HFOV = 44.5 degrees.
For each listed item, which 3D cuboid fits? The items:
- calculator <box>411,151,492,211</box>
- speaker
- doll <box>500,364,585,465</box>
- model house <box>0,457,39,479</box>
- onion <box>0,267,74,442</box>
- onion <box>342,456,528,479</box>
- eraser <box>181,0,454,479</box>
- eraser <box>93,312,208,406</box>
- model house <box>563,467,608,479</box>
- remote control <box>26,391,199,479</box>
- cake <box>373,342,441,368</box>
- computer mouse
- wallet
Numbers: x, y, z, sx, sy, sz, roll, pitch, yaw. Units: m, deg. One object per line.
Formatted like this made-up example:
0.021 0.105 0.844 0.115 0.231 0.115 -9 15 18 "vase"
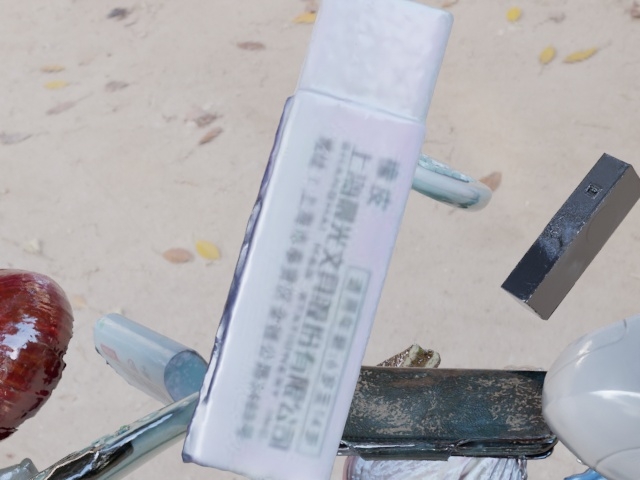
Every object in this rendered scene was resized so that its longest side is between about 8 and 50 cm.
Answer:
0.110 -0.085 0.922 0.184 0.295 0.042 30 102 20 "calculator"
0.329 -0.002 1.011 0.218 0.082 0.044 -52 47 2 "speaker"
0.509 0.374 1.711 0.278 0.119 0.154 26 98 27 "doll"
-0.408 0.376 0.956 0.188 0.229 0.122 -31 31 -32 "model house"
-0.408 0.137 0.962 0.248 0.161 0.248 -32 22 15 "onion"
0.196 0.385 1.203 0.349 0.159 0.267 -28 68 -23 "onion"
0.000 0.000 0.494 0.086 0.130 0.287 16 86 0 "eraser"
-0.259 0.213 1.276 0.227 0.174 0.081 14 57 45 "eraser"
0.384 0.475 1.050 0.237 0.303 0.215 -17 40 -23 "model house"
-0.181 0.173 0.490 0.256 0.097 0.045 -33 86 -12 "remote control"
0.178 0.352 1.827 0.246 0.112 0.135 -35 45 39 "cake"
0.293 0.092 0.498 0.297 0.184 0.121 -18 58 15 "computer mouse"
0.110 0.195 0.892 0.318 0.045 0.172 -3 19 18 "wallet"
